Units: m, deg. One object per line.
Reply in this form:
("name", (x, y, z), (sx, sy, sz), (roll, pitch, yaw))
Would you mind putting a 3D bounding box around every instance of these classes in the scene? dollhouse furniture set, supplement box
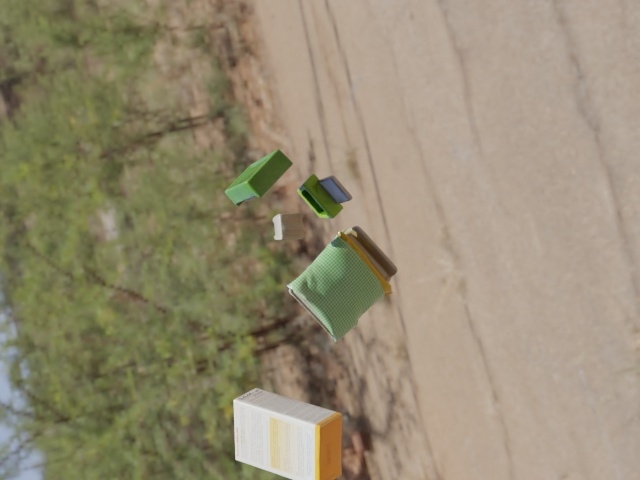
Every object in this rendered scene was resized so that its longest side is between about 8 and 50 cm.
("dollhouse furniture set", (0.000, 0.000, 0.885), (0.151, 0.076, 0.058), (48, 159, -12))
("supplement box", (-0.030, 0.177, 1.056), (0.098, 0.036, 0.062), (12, 111, 34))
